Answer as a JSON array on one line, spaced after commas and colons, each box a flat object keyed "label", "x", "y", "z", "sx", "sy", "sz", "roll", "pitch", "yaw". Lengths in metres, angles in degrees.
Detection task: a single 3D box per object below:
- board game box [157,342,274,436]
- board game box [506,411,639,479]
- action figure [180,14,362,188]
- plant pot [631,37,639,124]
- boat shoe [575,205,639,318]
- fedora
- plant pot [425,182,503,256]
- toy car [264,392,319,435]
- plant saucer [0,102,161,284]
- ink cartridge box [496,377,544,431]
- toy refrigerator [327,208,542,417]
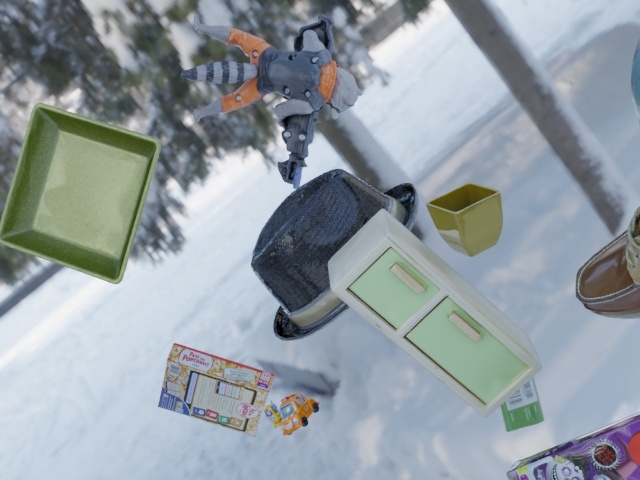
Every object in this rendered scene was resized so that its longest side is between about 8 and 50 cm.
[{"label": "board game box", "x": -0.193, "y": 0.276, "z": 1.990, "sx": 0.045, "sy": 0.193, "sz": 0.147, "roll": -72, "pitch": 1, "yaw": -47}, {"label": "board game box", "x": 0.383, "y": 0.377, "z": 1.231, "sx": 0.208, "sy": 0.347, "sz": 0.056, "roll": -30, "pitch": -5, "yaw": 24}, {"label": "action figure", "x": -0.088, "y": -0.270, "z": 2.071, "sx": 0.330, "sy": 0.341, "sz": 0.178, "roll": 4, "pitch": 4, "yaw": 8}, {"label": "plant pot", "x": 0.552, "y": -0.199, "z": 1.325, "sx": 0.290, "sy": 0.290, "sz": 0.195, "roll": -38, "pitch": 8, "yaw": 6}, {"label": "boat shoe", "x": 0.417, "y": -0.009, "z": 1.269, "sx": 0.324, "sy": 0.120, "sz": 0.123, "roll": -35, "pitch": 40, "yaw": 46}, {"label": "fedora", "x": 0.000, "y": 0.000, "z": 1.759, "sx": 0.334, "sy": 0.152, "sz": 0.334, "roll": -45, "pitch": 16, "yaw": 17}, {"label": "plant pot", "x": 0.213, "y": -0.025, "z": 1.557, "sx": 0.081, "sy": 0.083, "sz": 0.081, "roll": -25, "pitch": 22, "yaw": -20}, {"label": "toy car", "x": -0.051, "y": 0.216, "z": 1.331, "sx": 0.060, "sy": 0.040, "sz": 0.122, "roll": -41, "pitch": 6, "yaw": -37}, {"label": "plant saucer", "x": -0.298, "y": -0.060, "z": 1.374, "sx": 0.045, "sy": 0.188, "sz": 0.188, "roll": 4, "pitch": -77, "yaw": -73}, {"label": "ink cartridge box", "x": 0.279, "y": 0.191, "z": 1.685, "sx": 0.062, "sy": 0.109, "sz": 0.209, "roll": -18, "pitch": 24, "yaw": 1}, {"label": "toy refrigerator", "x": 0.142, "y": 0.093, "z": 1.338, "sx": 0.102, "sy": 0.269, "sz": 0.094, "roll": -44, "pitch": 18, "yaw": 15}]
